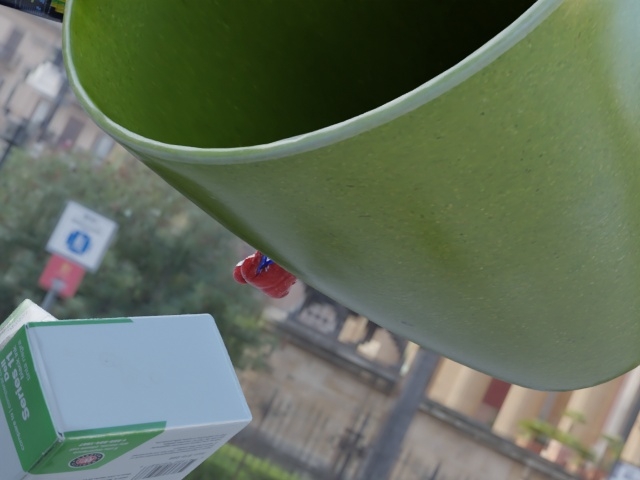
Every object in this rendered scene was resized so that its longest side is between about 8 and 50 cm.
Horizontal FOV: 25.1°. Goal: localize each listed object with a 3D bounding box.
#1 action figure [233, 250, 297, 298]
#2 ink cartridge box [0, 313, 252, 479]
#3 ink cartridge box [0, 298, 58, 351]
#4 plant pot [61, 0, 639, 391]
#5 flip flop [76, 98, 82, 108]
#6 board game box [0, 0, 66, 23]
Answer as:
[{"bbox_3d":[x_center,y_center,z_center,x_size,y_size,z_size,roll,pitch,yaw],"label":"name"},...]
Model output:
[{"bbox_3d":[0.000,0.000,1.793,0.280,0.139,0.091,-11,-36,41],"label":"action figure"},{"bbox_3d":[-0.171,0.138,0.974,0.153,0.086,0.208,0,-32,-43],"label":"ink cartridge box"},{"bbox_3d":[-0.294,0.174,1.394,0.115,0.198,0.273,46,-12,-16],"label":"ink cartridge box"},{"bbox_3d":[0.076,-0.058,0.684,0.275,0.274,0.293,18,-24,42],"label":"plant pot"},{"bbox_3d":[-0.205,-0.227,1.731,0.080,0.277,0.112,-8,-63,45],"label":"flip flop"},{"bbox_3d":[-0.253,-0.255,1.080,0.170,0.141,0.048,17,-23,-11],"label":"board game box"}]
